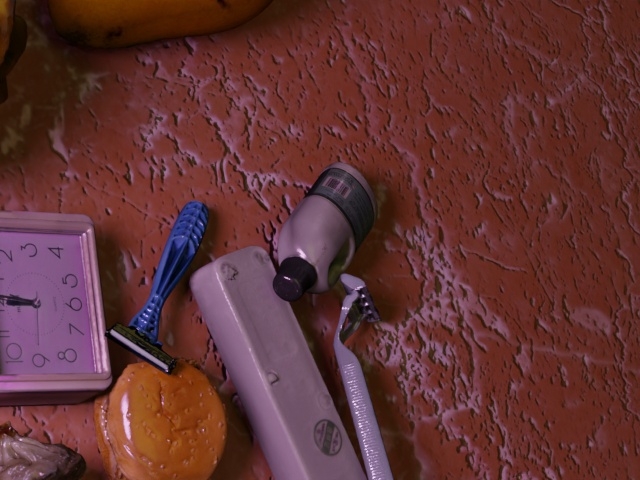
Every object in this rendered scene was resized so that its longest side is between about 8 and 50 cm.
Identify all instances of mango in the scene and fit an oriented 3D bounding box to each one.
[{"bbox_3d":[-0.177,-0.328,1.832,0.317,0.173,0.211,-26,96,-29],"label":"mango"}]

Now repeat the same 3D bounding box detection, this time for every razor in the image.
[{"bbox_3d":[0.051,0.184,1.839,0.111,0.056,0.278,66,15,-63],"label":"razor"},{"bbox_3d":[-0.168,0.043,1.739,0.082,0.042,0.253,32,41,-13],"label":"razor"}]

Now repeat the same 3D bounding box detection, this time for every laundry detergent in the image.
[{"bbox_3d":[0.000,0.000,1.865,0.099,0.070,0.226,69,29,-24],"label":"laundry detergent"}]

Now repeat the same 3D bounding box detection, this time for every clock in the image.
[{"bbox_3d":[-0.301,0.070,1.637,0.147,0.071,0.192,3,71,-37],"label":"clock"}]

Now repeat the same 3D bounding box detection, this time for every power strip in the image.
[{"bbox_3d":[-0.033,0.195,1.801,0.091,0.062,0.385,-21,86,-48],"label":"power strip"}]

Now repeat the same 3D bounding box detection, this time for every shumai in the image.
[{"bbox_3d":[-0.300,0.223,1.573,0.087,0.099,0.124,51,22,17],"label":"shumai"}]

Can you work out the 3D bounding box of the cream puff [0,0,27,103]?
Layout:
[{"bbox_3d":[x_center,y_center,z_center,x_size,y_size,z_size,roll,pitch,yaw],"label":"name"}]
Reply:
[{"bbox_3d":[-0.420,-0.220,1.478,0.378,0.275,0.378,-2,90,-66],"label":"cream puff"}]

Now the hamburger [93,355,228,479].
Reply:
[{"bbox_3d":[-0.166,0.196,1.687,0.138,0.083,0.147,-1,77,-38],"label":"hamburger"}]
